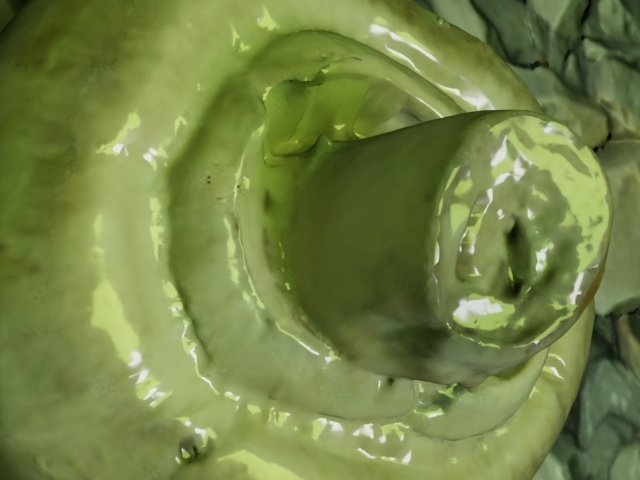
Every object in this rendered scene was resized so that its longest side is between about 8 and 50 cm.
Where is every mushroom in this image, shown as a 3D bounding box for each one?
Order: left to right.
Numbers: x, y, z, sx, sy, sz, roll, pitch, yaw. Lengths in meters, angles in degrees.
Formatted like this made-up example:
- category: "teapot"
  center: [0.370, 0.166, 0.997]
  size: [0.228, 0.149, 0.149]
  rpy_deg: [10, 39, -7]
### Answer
- category: "mushroom"
  center: [0.000, 0.000, 0.633]
  size: [0.260, 0.234, 0.254]
  rpy_deg: [-38, 102, -39]
